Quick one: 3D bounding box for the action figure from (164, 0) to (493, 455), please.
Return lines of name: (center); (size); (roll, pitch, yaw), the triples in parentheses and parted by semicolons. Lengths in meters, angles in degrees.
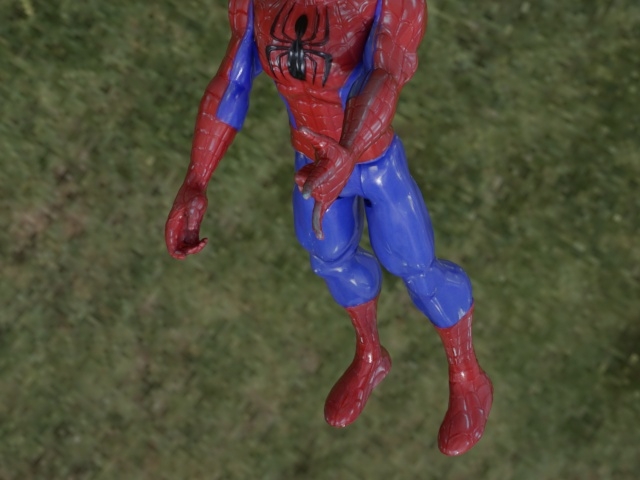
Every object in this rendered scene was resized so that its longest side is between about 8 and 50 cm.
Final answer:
action figure: (0.000, 0.000, 0.660); (0.139, 0.091, 0.280); (-57, 146, -40)
